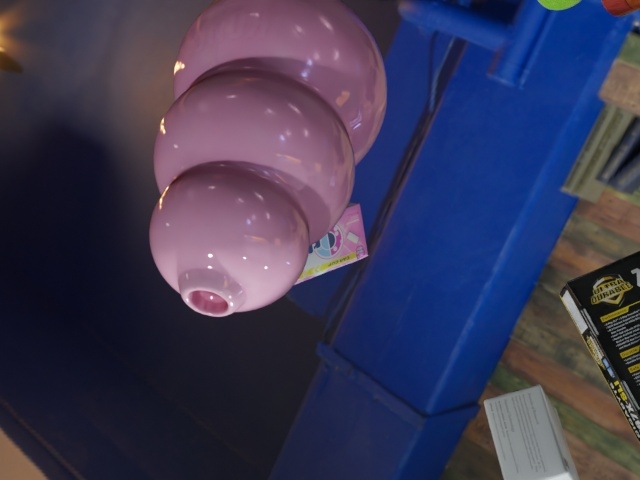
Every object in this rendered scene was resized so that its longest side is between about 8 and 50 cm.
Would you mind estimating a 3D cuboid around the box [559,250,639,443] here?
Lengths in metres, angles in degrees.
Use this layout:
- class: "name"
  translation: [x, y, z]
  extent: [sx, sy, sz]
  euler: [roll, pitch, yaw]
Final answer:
- class: "box"
  translation: [0.562, 0.119, 1.079]
  extent: [0.079, 0.322, 0.257]
  euler: [60, -174, -67]

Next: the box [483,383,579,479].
- class: "box"
  translation: [0.421, 0.407, 1.453]
  extent: [0.181, 0.119, 0.182]
  euler: [48, -153, -51]

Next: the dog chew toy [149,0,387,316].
- class: "dog chew toy"
  translation: [-0.055, -0.081, 0.660]
  extent: [0.207, 0.206, 0.331]
  euler: [21, -128, -8]

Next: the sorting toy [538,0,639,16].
- class: "sorting toy"
  translation: [0.361, -0.344, 0.910]
  extent: [0.366, 0.127, 0.126]
  euler: [-7, -157, -36]

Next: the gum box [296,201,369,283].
- class: "gum box"
  translation: [0.000, 0.000, 1.387]
  extent: [0.188, 0.107, 0.062]
  euler: [-20, -161, -29]
